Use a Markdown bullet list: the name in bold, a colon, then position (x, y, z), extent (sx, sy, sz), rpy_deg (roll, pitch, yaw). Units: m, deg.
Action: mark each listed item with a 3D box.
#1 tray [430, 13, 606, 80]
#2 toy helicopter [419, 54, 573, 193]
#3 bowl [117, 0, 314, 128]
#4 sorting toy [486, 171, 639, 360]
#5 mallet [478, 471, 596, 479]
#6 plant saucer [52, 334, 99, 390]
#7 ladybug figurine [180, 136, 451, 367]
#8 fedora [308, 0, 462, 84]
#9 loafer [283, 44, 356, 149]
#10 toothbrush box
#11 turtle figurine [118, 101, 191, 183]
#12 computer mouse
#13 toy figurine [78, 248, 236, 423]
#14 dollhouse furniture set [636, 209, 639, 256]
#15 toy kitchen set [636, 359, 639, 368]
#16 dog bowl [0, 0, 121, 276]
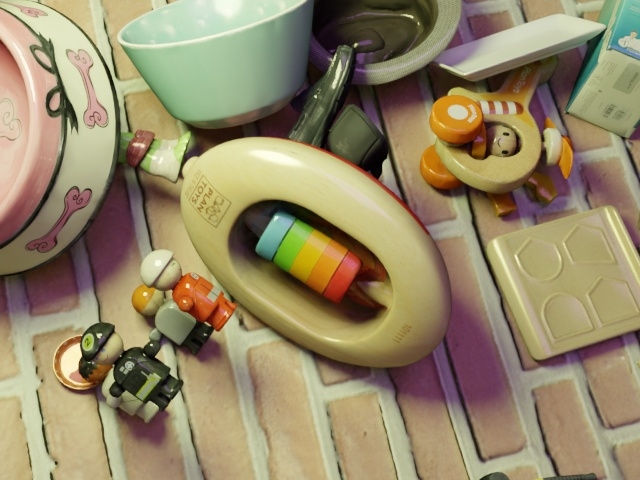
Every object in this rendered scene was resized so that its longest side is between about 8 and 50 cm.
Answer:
- **tray**: position (0.320, -0.314, 1.916), extent (0.270, 0.145, 0.030), rpy_deg (-20, 114, -16)
- **toy helicopter**: position (0.325, -0.209, 1.912), extent (0.235, 0.140, 0.355), rpy_deg (22, 52, 12)
- **bowl**: position (-0.142, -0.281, 1.811), extent (0.311, 0.311, 0.163), rpy_deg (-23, 115, -17)
- **sorting toy**: position (0.388, 0.025, 1.876), extent (0.229, 0.041, 0.307), rpy_deg (-17, 70, -11)
- **mallet**: position (0.321, 0.354, 1.710), extent (0.189, 0.062, 0.039), rpy_deg (-4, 69, -11)
- **plant saucer**: position (-0.349, 0.179, 1.708), extent (0.083, 0.013, 0.084), rpy_deg (3, 66, -8)
- **ladybug figurine**: position (0.000, 0.000, 1.705), extent (0.449, 0.305, 0.162), rpy_deg (36, 37, 1)
- **fedora**: position (0.092, -0.353, 1.939), extent (0.275, 0.124, 0.244), rpy_deg (-33, 73, -11)
- **loafer**: position (-0.010, -0.209, 1.837), extent (0.078, 0.076, 0.223), rpy_deg (27, 108, 6)
- **toothbrush box**: position (0.539, -0.357, 1.961), extent (0.126, 0.216, 0.296), rpy_deg (22, 65, 1)
- **turtle figurine**: position (-0.325, -0.199, 1.775), extent (0.266, 0.198, 0.275), rpy_deg (16, 69, -7)
- **computer mouse**: position (0.072, -0.097, 1.769), extent (0.060, 0.262, 0.184), rpy_deg (-38, 84, -9)
- **toy figurine**: position (-0.241, 0.135, 1.636), extent (0.148, 0.209, 0.213), rpy_deg (36, 67, -5)
- **dollhouse furniture set**: position (0.647, 0.048, 1.849), extent (0.262, 0.135, 0.259), rpy_deg (14, 66, -2)
- **toy kitchen set**: position (0.535, 0.172, 1.812), extent (0.068, 0.075, 0.083), rpy_deg (-24, 68, -16)
- **dog bowl**: position (-0.492, -0.152, 1.638), extent (0.407, 0.150, 0.408), rpy_deg (-1, 88, 23)
